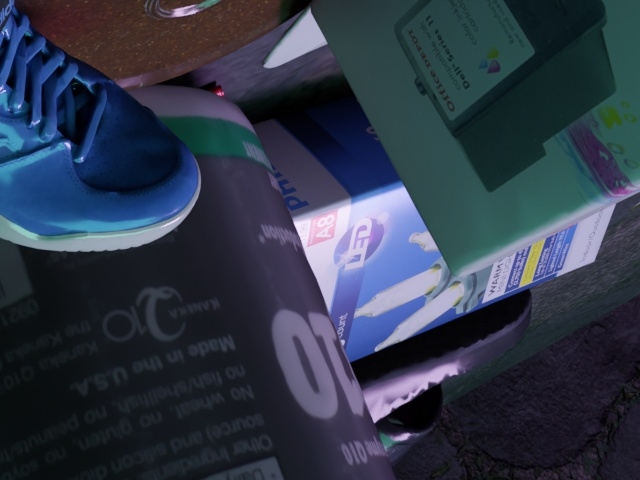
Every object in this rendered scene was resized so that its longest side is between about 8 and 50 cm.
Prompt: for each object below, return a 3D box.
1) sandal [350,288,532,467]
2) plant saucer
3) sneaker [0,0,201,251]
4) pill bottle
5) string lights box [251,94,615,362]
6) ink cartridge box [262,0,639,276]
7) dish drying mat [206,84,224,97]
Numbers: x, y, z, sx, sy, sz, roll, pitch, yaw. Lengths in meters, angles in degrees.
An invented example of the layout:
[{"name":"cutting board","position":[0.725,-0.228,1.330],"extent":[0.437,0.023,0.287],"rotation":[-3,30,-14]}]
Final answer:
[{"name":"sandal","position":[-0.016,0.133,1.167],"extent":[0.446,0.167,0.107],"rotation":[-27,127,-34]},{"name":"plant saucer","position":[-0.046,-0.099,0.514],"extent":[0.198,0.036,0.198],"rotation":[-26,169,-6]},{"name":"sneaker","position":[-0.093,-0.050,0.439],"extent":[0.152,0.058,0.084],"rotation":[23,144,-19]},{"name":"pill bottle","position":[-0.063,0.135,0.647],"extent":[0.204,0.361,0.204],"rotation":[-20,165,-6]},{"name":"string lights box","position":[0.055,-0.019,0.859],"extent":[0.259,0.077,0.133],"rotation":[-20,140,-31]},{"name":"ink cartridge box","position":[0.136,-0.099,0.489],"extent":[0.207,0.119,0.353],"rotation":[-27,178,-24]},{"name":"dish drying mat","position":[-0.083,-0.049,0.712],"extent":[0.083,0.008,0.032],"rotation":[-24,166,-9]}]
